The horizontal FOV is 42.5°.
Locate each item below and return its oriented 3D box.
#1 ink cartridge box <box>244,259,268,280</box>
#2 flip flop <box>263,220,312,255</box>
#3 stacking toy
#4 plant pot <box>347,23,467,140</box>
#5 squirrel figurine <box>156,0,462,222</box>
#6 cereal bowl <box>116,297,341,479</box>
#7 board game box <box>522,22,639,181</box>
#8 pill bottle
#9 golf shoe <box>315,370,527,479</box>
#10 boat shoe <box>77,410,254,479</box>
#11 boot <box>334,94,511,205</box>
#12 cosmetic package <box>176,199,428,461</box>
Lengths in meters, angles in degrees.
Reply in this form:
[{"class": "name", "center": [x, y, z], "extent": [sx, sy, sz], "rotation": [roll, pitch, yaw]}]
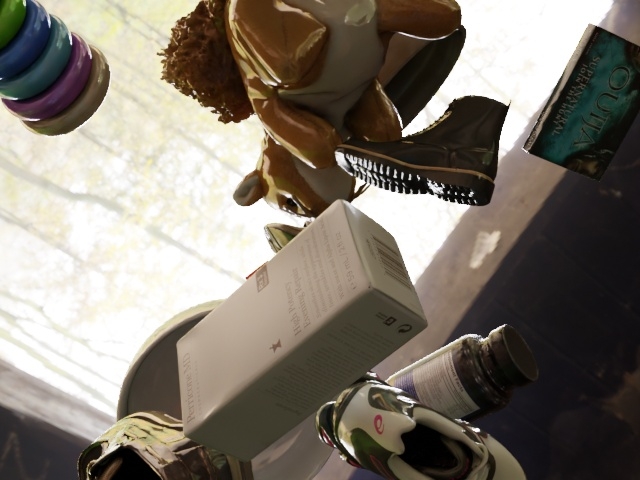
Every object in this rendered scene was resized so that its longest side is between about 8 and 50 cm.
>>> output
[{"class": "ink cartridge box", "center": [-0.098, 0.099, 1.610], "extent": [0.063, 0.115, 0.029], "rotation": [-37, 165, 3]}, {"class": "flip flop", "center": [0.000, 0.000, 1.501], "extent": [0.277, 0.112, 0.080], "rotation": [-7, -156, 47]}, {"class": "stacking toy", "center": [-0.389, -0.259, 0.947], "extent": [0.141, 0.330, 0.141], "rotation": [-10, -119, 20]}, {"class": "plant pot", "center": [0.056, -0.345, 1.500], "extent": [0.323, 0.280, 0.323], "rotation": [-43, 166, -13]}, {"class": "squirrel figurine", "center": [-0.046, -0.222, 1.193], "extent": [0.281, 0.370, 0.397], "rotation": [-30, -122, -29]}, {"class": "cereal bowl", "center": [-0.141, 0.240, 1.267], "extent": [0.339, 0.339, 0.141], "rotation": [-53, -161, 2]}, {"class": "board game box", "center": [0.372, -0.184, 1.120], "extent": [0.186, 0.126, 0.026], "rotation": [-66, -160, 18]}, {"class": "pill bottle", "center": [0.213, 0.219, 1.253], "extent": [0.219, 0.123, 0.123], "rotation": [-34, -148, 26]}, {"class": "golf shoe", "center": [0.120, 0.220, 0.790], "extent": [0.120, 0.273, 0.105], "rotation": [12, -107, 60]}, {"class": "boat shoe", "center": [-0.230, 0.286, 1.029], "extent": [0.355, 0.130, 0.132], "rotation": [-21, -99, 46]}, {"class": "boot", "center": [0.129, -0.128, 1.019], "extent": [0.077, 0.197, 0.137], "rotation": [71, 36, -69]}, {"class": "cosmetic package", "center": [-0.026, 0.084, 0.735], "extent": [0.231, 0.085, 0.117], "rotation": [-41, -142, 21]}]
